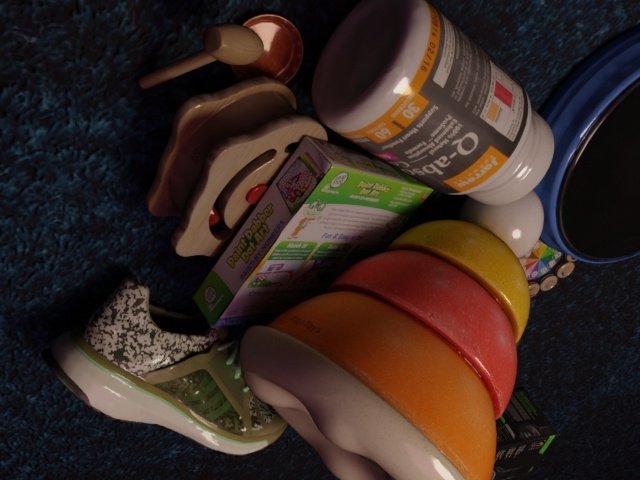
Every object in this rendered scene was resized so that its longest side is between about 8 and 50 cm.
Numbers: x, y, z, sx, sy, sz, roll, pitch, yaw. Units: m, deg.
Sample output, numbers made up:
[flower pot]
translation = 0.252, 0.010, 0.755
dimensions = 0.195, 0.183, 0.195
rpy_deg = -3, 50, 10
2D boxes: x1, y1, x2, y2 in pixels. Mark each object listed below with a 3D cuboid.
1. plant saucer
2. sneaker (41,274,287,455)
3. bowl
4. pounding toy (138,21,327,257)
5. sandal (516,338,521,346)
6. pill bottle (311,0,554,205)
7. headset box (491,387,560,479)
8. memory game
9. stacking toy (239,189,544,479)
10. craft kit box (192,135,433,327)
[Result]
[plant saucer]
translation = -0.060, -0.207, 0.621
dimensions = 0.083, 0.013, 0.084
rpy_deg = -12, 130, -15
[sneaker]
translation = -0.161, 0.176, 0.807
dimensions = 0.410, 0.158, 0.182
rpy_deg = 35, 90, -44
[bowl]
translation = 0.494, -0.130, 0.871
dimensions = 0.390, 0.077, 0.391
rpy_deg = -12, 128, -16
[pounding toy]
translation = -0.104, -0.118, 0.630
dimensions = 0.154, 0.155, 0.270
rpy_deg = -15, 148, -45
[sandal]
translation = 0.323, 0.176, 1.033
dimensions = 0.120, 0.086, 0.303
rpy_deg = -24, 135, 3
[pill bottle]
translation = 0.140, -0.149, 0.655
dimensions = 0.278, 0.162, 0.162
rpy_deg = 23, 114, -35
[headset box]
translation = 0.350, 0.471, 1.253
dimensions = 0.282, 0.131, 0.246
rpy_deg = -3, 128, -22
[memory game]
translation = 0.394, 0.035, 1.009
dimensions = 0.186, 0.012, 0.186
rpy_deg = -12, 130, -15
[stacking toy]
translation = 0.163, 0.092, 0.747
dimensions = 0.480, 0.350, 0.351
rpy_deg = -47, 136, -21
[craft kit box]
translation = 0.000, 0.000, 0.717
dimensions = 0.247, 0.061, 0.249
rpy_deg = -49, 153, 23
